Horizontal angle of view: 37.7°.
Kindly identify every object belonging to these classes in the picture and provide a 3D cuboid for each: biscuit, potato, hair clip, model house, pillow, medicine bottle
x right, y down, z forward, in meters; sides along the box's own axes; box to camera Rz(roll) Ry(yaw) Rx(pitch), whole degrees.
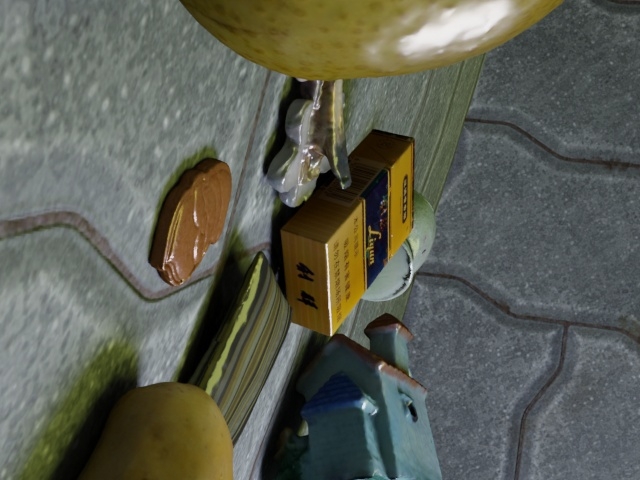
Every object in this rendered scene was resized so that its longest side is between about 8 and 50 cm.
[{"bbox_3d":[-0.106,-0.016,0.792,0.130,0.019,0.102,-52,156,-57],"label":"biscuit"},{"bbox_3d":[-0.138,0.226,0.747,0.150,0.146,0.234,-33,-150,58],"label":"potato"},{"bbox_3d":[0.003,-0.149,0.990,0.146,0.075,0.257,-26,129,-50],"label":"hair clip"},{"bbox_3d":[0.050,0.270,1.564,0.295,0.252,0.329,37,45,-54],"label":"model house"},{"bbox_3d":[-0.090,0.136,1.010,0.212,0.052,0.208,70,42,-68],"label":"pillow"},{"bbox_3d":[0.092,0.001,1.420,0.143,0.147,0.147,-56,160,-50],"label":"medicine bottle"}]

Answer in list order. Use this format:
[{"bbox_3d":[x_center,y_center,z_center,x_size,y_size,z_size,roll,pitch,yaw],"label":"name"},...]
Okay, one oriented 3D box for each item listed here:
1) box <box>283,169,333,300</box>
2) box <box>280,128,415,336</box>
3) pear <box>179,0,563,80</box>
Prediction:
[{"bbox_3d":[0.000,0.000,1.250,0.201,0.042,0.212,-36,142,-71],"label":"box"},{"bbox_3d":[0.040,-0.015,1.170,0.237,0.070,0.152,-47,145,-41],"label":"box"},{"bbox_3d":[0.034,-0.235,0.449,0.314,0.314,0.314,18,90,-78],"label":"pear"}]
